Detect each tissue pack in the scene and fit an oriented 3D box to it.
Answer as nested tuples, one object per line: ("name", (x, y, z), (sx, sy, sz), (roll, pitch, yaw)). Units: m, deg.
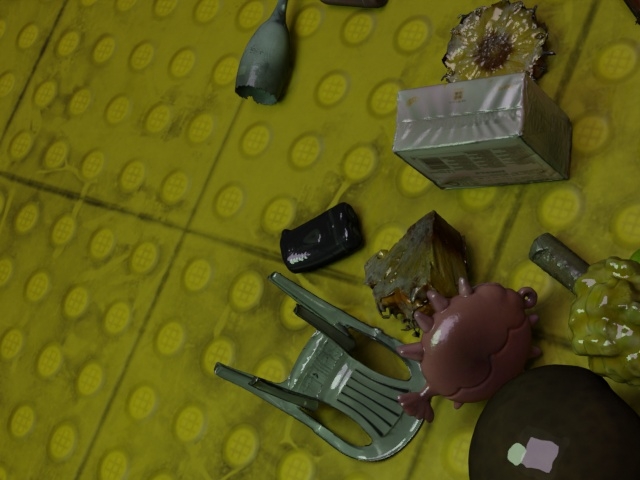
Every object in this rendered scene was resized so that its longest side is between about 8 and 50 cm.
("tissue pack", (0.257, -0.168, 1.901), (0.225, 0.185, 0.124), (-5, 70, 34))

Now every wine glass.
("wine glass", (-0.156, -0.445, 2.282), (0.096, 0.264, 0.309), (-12, 59, 63))

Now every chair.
("chair", (0.012, 0.211, 1.901), (0.203, 0.274, 0.190), (-61, 26, -1))

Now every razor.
("razor", (0.000, 0.000, 2.089), (0.148, 0.054, 0.090), (-26, 56, 24))

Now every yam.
("yam", (0.369, 0.040, 1.812), (0.054, 0.054, 0.132), (-51, 51, 5))

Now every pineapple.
("pineapple", (0.158, 0.050, 1.903), (0.186, 0.114, 0.236), (-54, 34, -4))
("pineapple", (0.303, -0.313, 2.031), (0.221, 0.047, 0.221), (-14, 65, 32))

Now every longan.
("longan", (0.320, 0.292, 1.606), (0.258, 0.258, 0.258), (-15, 61, 29))

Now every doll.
("doll", (0.220, 0.163, 1.772), (0.262, 0.211, 0.093), (-50, 17, 0))

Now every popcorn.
("popcorn", (0.450, 0.118, 1.605), (0.225, 0.286, 0.174), (26, 99, 62))

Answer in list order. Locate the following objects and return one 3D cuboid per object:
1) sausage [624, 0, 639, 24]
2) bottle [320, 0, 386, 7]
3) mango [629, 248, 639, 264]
("sausage", (0.470, -0.493, 1.976), (0.082, 0.082, 0.371), (-35, 52, 17))
("bottle", (0.059, -0.467, 2.264), (0.140, 0.053, 0.053), (14, 78, 39))
("mango", (0.490, 0.043, 1.722), (0.108, 0.056, 0.073), (25, 79, 43))
